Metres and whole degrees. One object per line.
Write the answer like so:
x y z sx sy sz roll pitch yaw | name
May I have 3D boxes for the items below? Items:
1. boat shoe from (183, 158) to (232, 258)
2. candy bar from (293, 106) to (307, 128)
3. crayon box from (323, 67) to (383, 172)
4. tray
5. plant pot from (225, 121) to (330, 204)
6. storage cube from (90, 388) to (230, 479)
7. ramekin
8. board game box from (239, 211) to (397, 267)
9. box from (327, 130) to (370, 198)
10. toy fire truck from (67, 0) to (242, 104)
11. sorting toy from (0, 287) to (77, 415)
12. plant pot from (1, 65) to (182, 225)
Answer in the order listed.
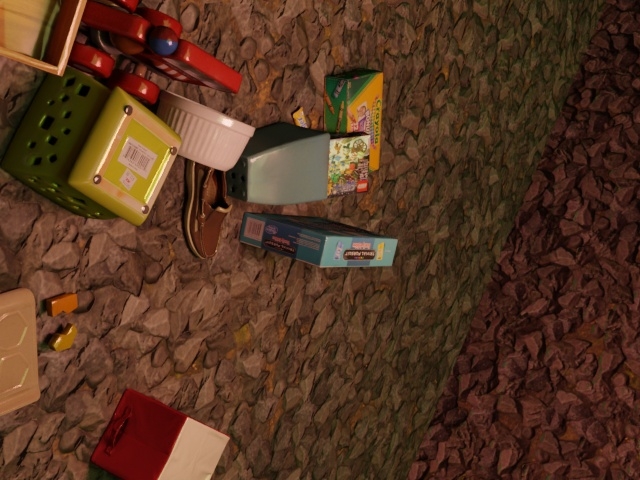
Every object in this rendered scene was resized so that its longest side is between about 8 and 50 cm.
-0.248 -0.071 2.003 0.095 0.095 0.258 -31 127 -46 | boat shoe
-0.040 -0.271 2.296 0.040 0.018 0.161 -49 139 -32 | candy bar
0.087 -0.312 2.405 0.165 0.081 0.279 -25 123 -49 | crayon box
-0.557 -0.412 1.342 0.411 0.076 0.203 16 94 -44 | tray
-0.120 -0.170 2.101 0.234 0.165 0.166 -18 118 -43 | plant pot
-0.352 0.466 1.989 0.215 0.193 0.184 44 67 -52 | storage cube
-0.250 -0.224 1.849 0.207 0.207 0.109 15 100 -57 | ramekin
0.000 0.000 2.253 0.336 0.253 0.079 2 102 -56 | board game box
0.017 -0.189 2.302 0.233 0.044 0.159 -11 114 -25 | box
-0.315 -0.359 1.638 0.302 0.253 0.169 27 81 -55 | toy fire truck
-0.590 0.208 1.680 0.307 0.041 0.229 -20 115 -51 | sorting toy
-0.402 -0.165 1.642 0.228 0.207 0.227 40 71 -53 | plant pot
